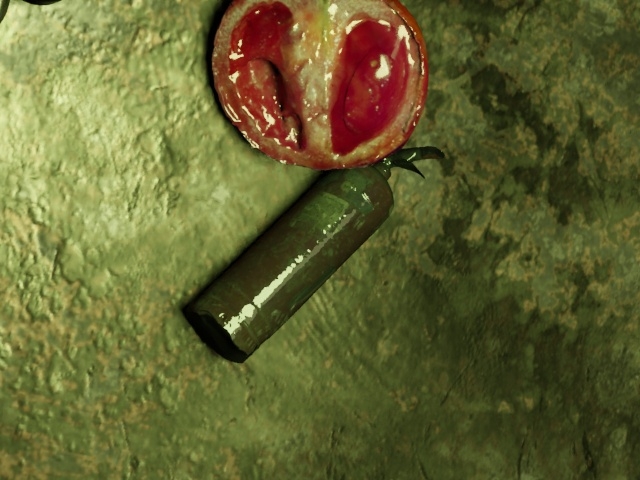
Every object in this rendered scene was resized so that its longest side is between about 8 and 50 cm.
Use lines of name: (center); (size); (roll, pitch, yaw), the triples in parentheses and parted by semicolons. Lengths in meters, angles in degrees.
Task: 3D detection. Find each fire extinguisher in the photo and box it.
fire extinguisher: (0.000, 0.000, 1.363); (0.267, 0.089, 0.072); (-44, 123, -19)

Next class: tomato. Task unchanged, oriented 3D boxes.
tomato: (0.003, -0.157, 1.333); (0.189, 0.099, 0.173); (11, 113, 2)

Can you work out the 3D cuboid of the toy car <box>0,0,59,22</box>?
toy car: (-0.253, -0.261, 1.082); (0.270, 0.180, 0.213); (-26, 105, -28)
